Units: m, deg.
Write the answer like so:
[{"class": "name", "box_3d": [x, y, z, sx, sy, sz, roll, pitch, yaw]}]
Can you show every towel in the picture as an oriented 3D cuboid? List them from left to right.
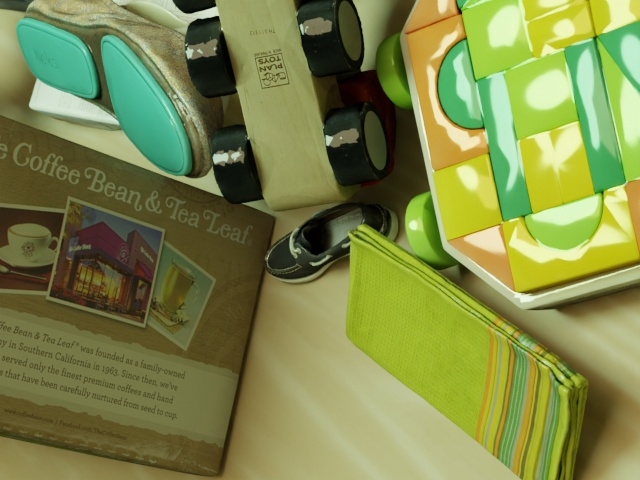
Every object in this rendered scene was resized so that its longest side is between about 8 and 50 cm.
[{"class": "towel", "box_3d": [0.091, 0.082, 1.320, 0.237, 0.021, 0.102, 37, 132, 43]}]

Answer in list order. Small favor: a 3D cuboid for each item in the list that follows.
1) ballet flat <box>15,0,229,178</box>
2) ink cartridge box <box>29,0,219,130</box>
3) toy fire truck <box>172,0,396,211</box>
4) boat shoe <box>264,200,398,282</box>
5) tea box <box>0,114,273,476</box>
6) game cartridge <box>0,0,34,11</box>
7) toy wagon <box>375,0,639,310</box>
[{"class": "ballet flat", "box_3d": [-0.134, -0.141, 1.518, 0.316, 0.106, 0.108, 36, 143, 49]}, {"class": "ink cartridge box", "box_3d": [-0.152, -0.164, 1.659, 0.179, 0.045, 0.145, 13, 85, 26]}, {"class": "toy fire truck", "box_3d": [-0.020, -0.151, 1.445, 0.158, 0.246, 0.217, -9, 103, 21]}, {"class": "boat shoe", "box_3d": [0.000, 0.000, 1.449, 0.125, 0.038, 0.046, -16, 66, 39]}, {"class": "tea box", "box_3d": [-0.274, 0.033, 1.492, 0.323, 0.329, 0.220, 3, 78, 44]}, {"class": "game cartridge", "box_3d": [-0.362, -0.269, 1.767, 0.294, 0.196, 0.060, 13, 87, 44]}, {"class": "toy wagon", "box_3d": [0.152, -0.132, 1.295, 0.267, 0.068, 0.344, -18, 79, 38]}]
